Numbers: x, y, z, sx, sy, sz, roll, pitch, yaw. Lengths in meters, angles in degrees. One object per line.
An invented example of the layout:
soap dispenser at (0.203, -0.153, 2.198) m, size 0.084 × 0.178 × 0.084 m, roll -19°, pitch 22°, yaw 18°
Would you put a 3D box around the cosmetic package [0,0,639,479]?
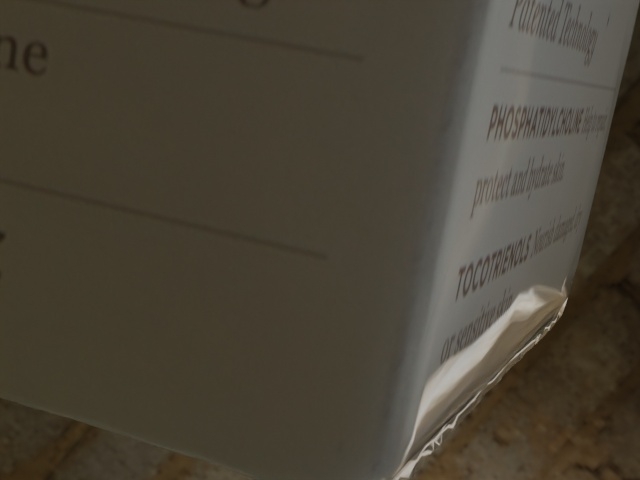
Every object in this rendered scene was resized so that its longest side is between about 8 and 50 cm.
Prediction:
cosmetic package at (-0.050, -0.173, 0.484) m, size 0.327 × 0.329 × 0.393 m, roll -16°, pitch -63°, yaw -71°
